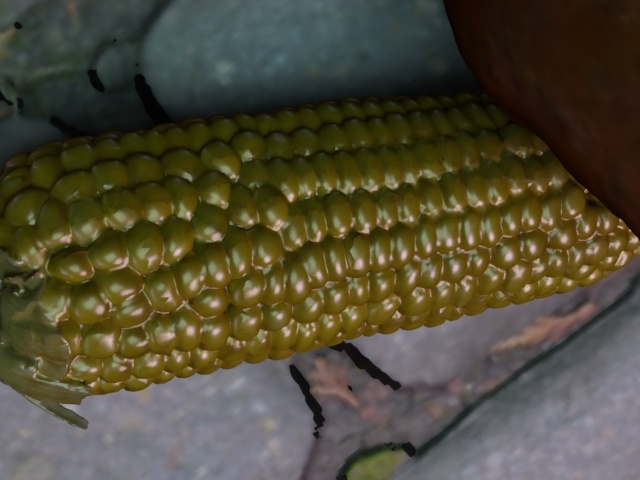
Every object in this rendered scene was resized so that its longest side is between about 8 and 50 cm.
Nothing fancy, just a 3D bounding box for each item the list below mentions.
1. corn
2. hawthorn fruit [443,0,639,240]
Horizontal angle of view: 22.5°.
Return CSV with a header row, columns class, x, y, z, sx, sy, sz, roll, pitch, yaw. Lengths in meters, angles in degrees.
class,x,y,z,sx,sy,sz,roll,pitch,yaw
corn,0.000,-0.004,0.573,0.260,0.091,0.091,-9,131,-17
hawthorn fruit,0.195,-0.108,0.472,0.277,0.277,0.298,15,147,-21
